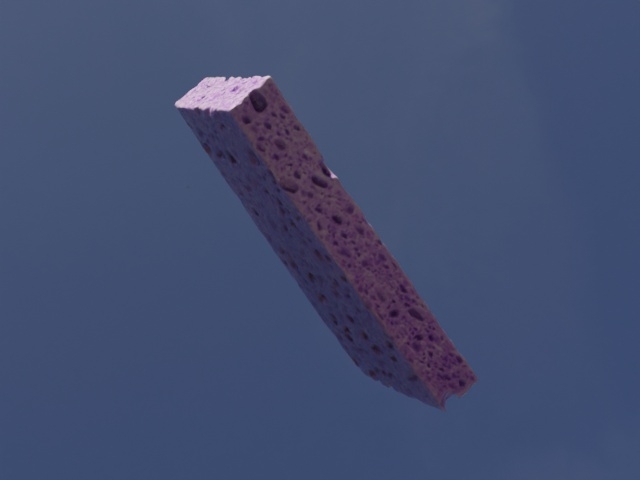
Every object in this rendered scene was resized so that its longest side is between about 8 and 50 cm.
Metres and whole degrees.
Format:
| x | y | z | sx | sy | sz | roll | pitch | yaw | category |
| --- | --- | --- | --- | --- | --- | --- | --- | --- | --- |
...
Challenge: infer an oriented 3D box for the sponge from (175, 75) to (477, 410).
| x | y | z | sx | sy | sz | roll | pitch | yaw | category |
| --- | --- | --- | --- | --- | --- | --- | --- | --- | --- |
| 0.000 | 0.000 | 0.742 | 0.031 | 0.117 | 0.210 | -40 | -72 | -14 | sponge |
